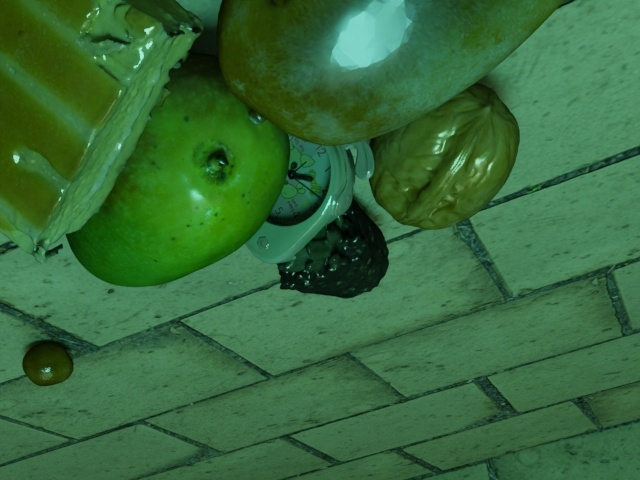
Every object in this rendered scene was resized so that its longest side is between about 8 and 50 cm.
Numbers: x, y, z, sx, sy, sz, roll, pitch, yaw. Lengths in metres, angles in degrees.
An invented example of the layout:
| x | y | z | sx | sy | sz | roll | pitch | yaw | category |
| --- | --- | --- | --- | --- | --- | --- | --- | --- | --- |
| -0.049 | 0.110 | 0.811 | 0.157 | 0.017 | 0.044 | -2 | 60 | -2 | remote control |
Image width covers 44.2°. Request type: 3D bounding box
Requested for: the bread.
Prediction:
| x | y | z | sx | sy | sz | roll | pitch | yaw | category |
| --- | --- | --- | --- | --- | --- | --- | --- | --- | --- |
| -0.239 | -0.146 | 0.625 | 0.239 | 0.246 | 0.111 | -51 | 173 | 30 | bread |

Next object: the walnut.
| x | y | z | sx | sy | sz | roll | pitch | yaw | category |
| --- | --- | --- | --- | --- | --- | --- | --- | --- | --- |
| 0.137 | -0.098 | 0.906 | 0.159 | 0.159 | 0.206 | 7 | 150 | -23 | walnut |

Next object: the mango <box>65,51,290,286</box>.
| x | y | z | sx | sy | sz | roll | pitch | yaw | category |
| --- | --- | --- | --- | --- | --- | --- | --- | --- | --- |
| -0.166 | -0.064 | 0.833 | 0.201 | 0.225 | 0.382 | 13 | 161 | -25 | mango |

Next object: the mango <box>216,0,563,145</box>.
| x | y | z | sx | sy | sz | roll | pitch | yaw | category |
| --- | --- | --- | --- | --- | --- | --- | --- | --- | --- |
| 0.081 | -0.228 | 0.635 | 0.384 | 0.199 | 0.221 | -38 | 118 | 16 | mango |

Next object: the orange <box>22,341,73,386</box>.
| x | y | z | sx | sy | sz | roll | pitch | yaw | category |
| --- | --- | --- | --- | --- | --- | --- | --- | --- | --- |
| -0.456 | 0.209 | 1.321 | 0.085 | 0.085 | 0.085 | -6 | 148 | -4 | orange |

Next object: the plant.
| x | y | z | sx | sy | sz | roll | pitch | yaw | category |
| --- | --- | --- | --- | --- | --- | --- | --- | --- | --- |
| 0.000 | 0.000 | 1.050 | 0.129 | 0.132 | 0.194 | -28 | 147 | 23 | plant |

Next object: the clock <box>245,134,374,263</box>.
| x | y | z | sx | sy | sz | roll | pitch | yaw | category |
| --- | --- | --- | --- | --- | --- | --- | --- | --- | --- |
| -0.027 | -0.076 | 0.911 | 0.191 | 0.151 | 0.062 | -38 | 165 | 24 | clock |
